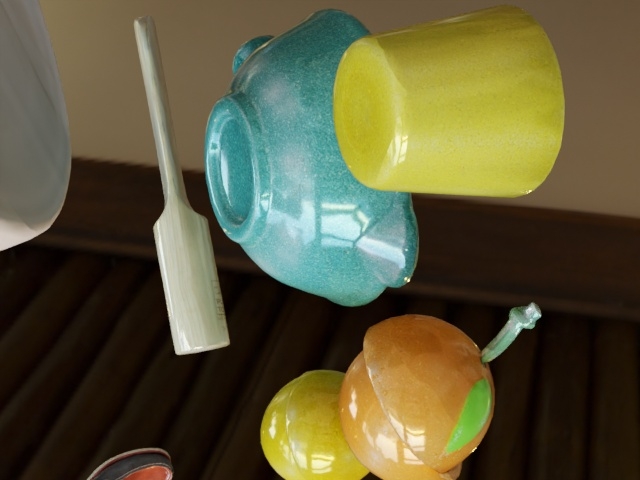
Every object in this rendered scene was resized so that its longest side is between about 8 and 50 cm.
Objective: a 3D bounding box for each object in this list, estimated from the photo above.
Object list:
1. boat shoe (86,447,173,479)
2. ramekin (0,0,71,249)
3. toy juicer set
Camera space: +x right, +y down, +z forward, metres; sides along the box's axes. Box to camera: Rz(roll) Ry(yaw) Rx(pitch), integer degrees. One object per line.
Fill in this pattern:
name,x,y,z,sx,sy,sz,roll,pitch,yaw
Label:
boat shoe,-0.170,0.205,0.947,0.137,0.049,0.043,-26,-148,-15
ramekin,-0.212,-0.106,0.487,0.127,0.273,0.273,-20,-144,7
toy juicer set,0.000,0.000,0.572,0.089,0.209,0.329,-8,-168,-25
